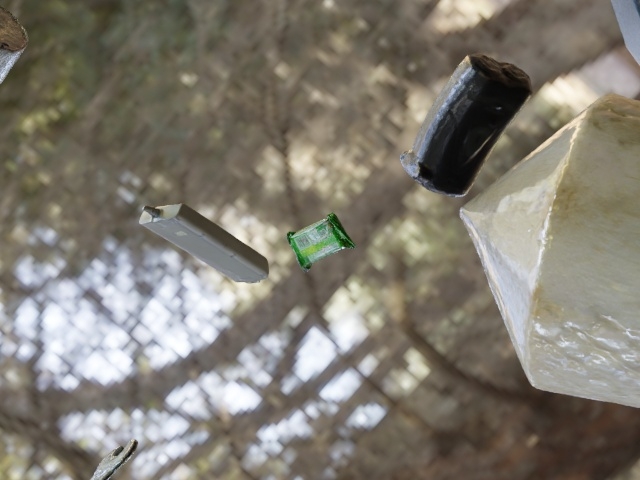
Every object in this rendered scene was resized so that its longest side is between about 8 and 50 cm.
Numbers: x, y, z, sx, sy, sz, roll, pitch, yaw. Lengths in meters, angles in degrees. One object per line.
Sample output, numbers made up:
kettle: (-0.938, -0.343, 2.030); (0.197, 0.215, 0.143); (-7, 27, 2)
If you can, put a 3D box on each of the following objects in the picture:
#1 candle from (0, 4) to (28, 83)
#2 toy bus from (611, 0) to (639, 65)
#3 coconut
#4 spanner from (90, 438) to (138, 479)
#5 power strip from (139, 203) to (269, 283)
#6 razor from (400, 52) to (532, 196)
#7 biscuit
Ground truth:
candle: (-0.394, -0.217, 1.808); (0.168, 0.068, 0.192); (41, -156, 8)
toy bus: (0.307, -0.262, 1.500); (0.138, 0.167, 0.275); (-111, -4, -52)
coconut: (0.289, 0.007, 1.742); (0.329, 0.329, 0.329); (39, -171, -7)
spanner: (-0.306, 0.337, 2.023); (0.017, 0.302, 0.071); (47, 153, -12)
power strip: (-0.152, 0.000, 2.293); (0.252, 0.060, 0.027); (35, -126, -51)
razor: (0.146, -0.114, 1.800); (0.090, 0.148, 0.054); (14, -153, -35)
biscuit: (0.000, 0.000, 1.867); (0.016, 0.089, 0.046); (-31, -87, -38)
